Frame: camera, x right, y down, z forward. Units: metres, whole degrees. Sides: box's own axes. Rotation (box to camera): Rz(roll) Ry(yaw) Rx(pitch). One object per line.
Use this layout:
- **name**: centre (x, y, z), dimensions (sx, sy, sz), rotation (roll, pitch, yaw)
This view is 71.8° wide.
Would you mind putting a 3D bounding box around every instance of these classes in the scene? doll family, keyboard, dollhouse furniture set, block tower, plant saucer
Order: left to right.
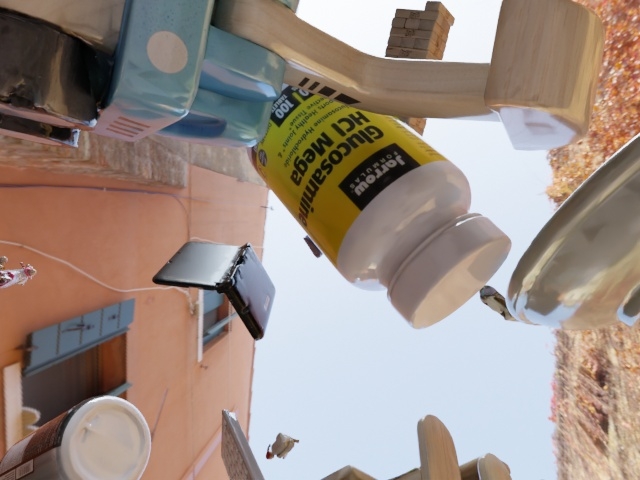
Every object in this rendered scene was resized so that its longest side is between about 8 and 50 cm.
- **doll family**: centre (-0.717, 0.083, 0.878), dimensions (0.263, 0.163, 0.118), rotation (-28, -83, -6)
- **keyboard**: centre (-0.035, 0.249, 0.343), dimensions (0.014, 0.256, 0.072), rotation (-3, -61, -31)
- **block tower**: centre (0.167, -0.286, 0.885), dimensions (0.097, 0.091, 0.335), rotation (22, -74, 29)
- **dollhouse furniture set**: centre (0.157, 0.448, 0.736), dimensions (0.394, 0.256, 0.362), rotation (37, -61, -18)
- **plant saucer**: centre (0.410, -0.001, 0.500), dimensions (0.401, 0.400, 0.100), rotation (-35, -127, 8)

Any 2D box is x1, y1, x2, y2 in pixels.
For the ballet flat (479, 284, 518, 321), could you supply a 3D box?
- **ballet flat**: centre (0.344, 0.129, 0.832), dimensions (0.114, 0.041, 0.041), rotation (35, -83, -8)

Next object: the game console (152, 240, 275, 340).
- **game console**: centre (-0.108, 0.051, 0.487), dimensions (0.071, 0.122, 0.107), rotation (-25, -73, 9)

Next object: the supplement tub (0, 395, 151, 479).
- **supplement tub**: centre (-0.516, 0.458, 0.899), dimensions (0.316, 0.194, 0.193), rotation (-32, -92, 25)

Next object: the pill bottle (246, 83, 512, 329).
- **pill bottle**: centre (0.061, -0.060, 0.557), dimensions (0.188, 0.188, 0.334), rotation (-45, -121, 8)

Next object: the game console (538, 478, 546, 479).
- **game console**: centre (0.117, 0.193, 0.226), dimensions (0.085, 0.144, 0.124), rotation (-31, -98, 5)

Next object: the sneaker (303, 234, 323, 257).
- **sneaker**: centre (0.000, 0.000, 0.929), dimensions (0.059, 0.144, 0.053), rotation (-32, -85, 0)

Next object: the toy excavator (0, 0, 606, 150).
- **toy excavator**: centre (-0.057, -0.174, 0.400), dimensions (0.446, 0.433, 0.222), rotation (8, -89, -34)

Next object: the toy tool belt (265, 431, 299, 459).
- **toy tool belt**: centre (-0.089, 0.500, 1.059), dimensions (0.051, 0.052, 0.083), rotation (25, -67, -25)
